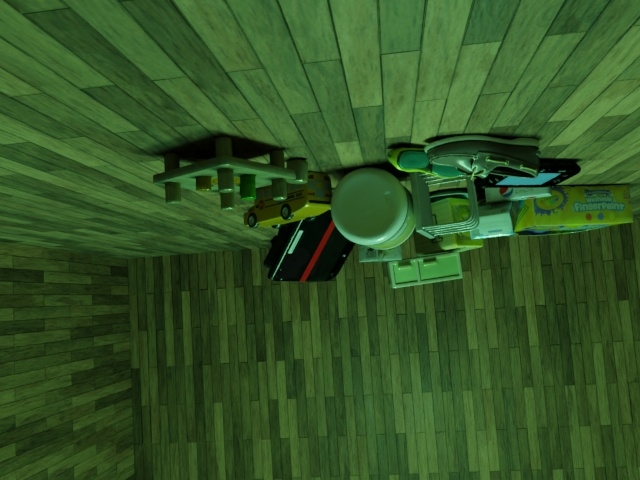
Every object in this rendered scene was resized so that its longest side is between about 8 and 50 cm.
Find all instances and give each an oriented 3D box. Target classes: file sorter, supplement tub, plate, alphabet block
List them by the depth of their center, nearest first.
[{"bbox_3d":[0.176,-0.090,1.834,0.228,0.228,0.316,-6,174,17],"label":"supplement tub"},{"bbox_3d":[0.395,-0.123,1.861,0.173,0.193,0.277,-8,173,18],"label":"file sorter"},{"bbox_3d":[0.490,-0.171,2.259,0.188,0.024,0.188,-3,174,0],"label":"plate"},{"bbox_3d":[0.493,-0.048,2.325,0.192,0.193,0.197,-1,169,-44],"label":"alphabet block"}]

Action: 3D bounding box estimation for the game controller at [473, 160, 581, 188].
[{"bbox_3d":[0.641,-0.203,1.840,0.319,0.067,0.166,-3,174,-19],"label":"game controller"}]

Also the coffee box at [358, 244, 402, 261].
[{"bbox_3d":[0.214,-0.047,2.191,0.141,0.247,0.098,2,173,-44],"label":"coffee box"}]

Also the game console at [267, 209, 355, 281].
[{"bbox_3d":[0.000,0.000,2.268,0.342,0.387,0.060,5,-148,-41],"label":"game console"}]

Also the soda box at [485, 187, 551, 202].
[{"bbox_3d":[0.698,-0.179,2.097,0.216,0.069,0.074,-6,174,28],"label":"soda box"}]

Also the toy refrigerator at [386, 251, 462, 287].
[{"bbox_3d":[0.393,0.111,2.252,0.269,0.102,0.094,-7,179,-2],"label":"toy refrigerator"}]

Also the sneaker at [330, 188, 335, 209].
[{"bbox_3d":[0.093,-0.134,2.074,0.216,0.079,0.121,-4,173,-11],"label":"sneaker"}]

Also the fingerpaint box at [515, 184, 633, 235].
[{"bbox_3d":[0.965,-0.114,2.446,0.444,0.163,0.371,-3,174,-15],"label":"fingerpaint box"}]

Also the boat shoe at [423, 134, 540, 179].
[{"bbox_3d":[0.416,-0.205,1.505,0.324,0.097,0.116,-2,174,-21],"label":"boat shoe"}]

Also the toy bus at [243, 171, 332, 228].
[{"bbox_3d":[-0.111,-0.117,1.859,0.108,0.130,0.332,0,173,-41],"label":"toy bus"}]

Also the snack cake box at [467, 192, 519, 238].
[{"bbox_3d":[0.646,-0.102,2.206,0.152,0.089,0.264,-8,-160,27],"label":"snack cake box"}]

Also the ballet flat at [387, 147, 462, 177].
[{"bbox_3d":[0.275,-0.211,1.555,0.231,0.077,0.077,2,-167,-28],"label":"ballet flat"}]

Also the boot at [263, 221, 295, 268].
[{"bbox_3d":[-0.106,0.015,2.440,0.131,0.260,0.348,15,180,26],"label":"boot"}]

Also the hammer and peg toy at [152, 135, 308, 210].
[{"bbox_3d":[-0.204,-0.149,1.492,0.266,0.127,0.361,-8,173,36],"label":"hammer and peg toy"}]
